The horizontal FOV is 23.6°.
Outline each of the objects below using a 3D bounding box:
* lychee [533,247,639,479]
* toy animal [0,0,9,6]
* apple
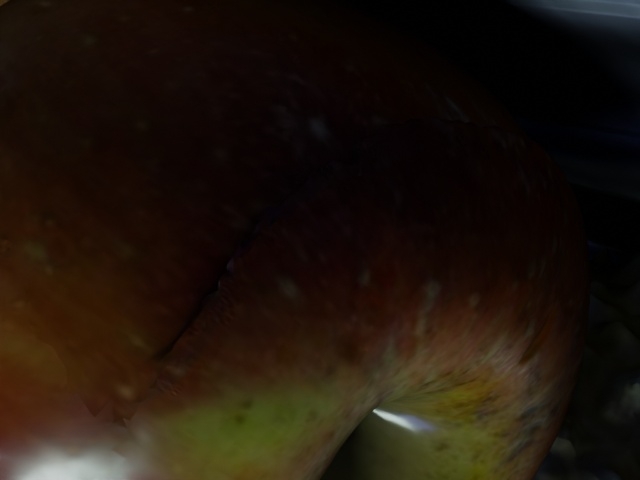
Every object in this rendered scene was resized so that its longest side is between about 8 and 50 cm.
[{"bbox_3d":[0.186,0.190,0.785,0.432,0.380,0.380,52,167,-13],"label":"lychee"},{"bbox_3d":[-0.118,-0.083,0.684,0.099,0.056,0.241,20,169,36],"label":"toy animal"},{"bbox_3d":[-0.037,0.027,0.552,0.272,0.251,0.206,5,-152,-49],"label":"apple"}]
